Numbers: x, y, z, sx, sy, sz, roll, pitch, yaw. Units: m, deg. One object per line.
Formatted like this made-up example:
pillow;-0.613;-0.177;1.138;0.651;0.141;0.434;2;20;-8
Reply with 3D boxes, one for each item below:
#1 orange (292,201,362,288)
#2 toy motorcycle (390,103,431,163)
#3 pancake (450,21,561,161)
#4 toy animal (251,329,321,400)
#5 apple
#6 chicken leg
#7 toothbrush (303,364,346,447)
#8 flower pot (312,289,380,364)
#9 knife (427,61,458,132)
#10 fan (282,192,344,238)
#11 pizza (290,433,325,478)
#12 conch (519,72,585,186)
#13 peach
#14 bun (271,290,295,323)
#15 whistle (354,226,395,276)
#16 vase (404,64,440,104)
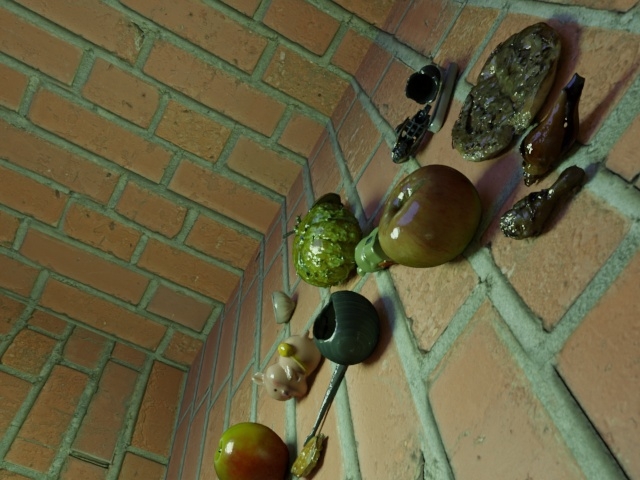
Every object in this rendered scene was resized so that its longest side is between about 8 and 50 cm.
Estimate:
orange;0.033;0.011;2.115;0.301;0.223;0.300;141;136;-60
toy motorcycle;0.290;-0.339;2.037;0.229;0.094;0.130;-57;-9;-13
pancake;0.458;-0.361;1.553;0.382;0.071;0.382;-56;18;28
toy animal;-0.089;0.402;2.006;0.248;0.165;0.149;-55;10;9
apple;0.259;-0.051;1.475;0.261;0.194;0.261;-54;18;27
chicken leg;0.427;-0.070;1.197;0.198;0.069;0.085;-46;-2;32
toothbrush;0.019;0.456;1.781;0.030;0.030;0.297;147;147;-82
flower pot;0.072;0.239;1.708;0.189;0.157;0.243;-61;16;18
knife;0.393;-0.460;2.014;0.073;0.040;0.266;117;174;-68
fan;-0.025;-0.082;2.492;0.335;0.011;0.230;-29;-34;-35
pizza;-0.031;0.597;1.699;0.160;0.035;0.099;-59;15;22
conch;0.463;-0.207;1.237;0.233;0.086;0.080;-55;17;38
peach;-0.204;0.655;1.856;0.231;0.231;0.231;-57;16;26
bun;-0.150;0.274;2.576;0.138;0.094;0.138;173;90;-84
whistle;0.181;0.022;1.799;0.288;0.106;0.131;-36;29;64
vase;0.353;-0.531;2.080;0.115;0.115;0.237;-56;1;29
